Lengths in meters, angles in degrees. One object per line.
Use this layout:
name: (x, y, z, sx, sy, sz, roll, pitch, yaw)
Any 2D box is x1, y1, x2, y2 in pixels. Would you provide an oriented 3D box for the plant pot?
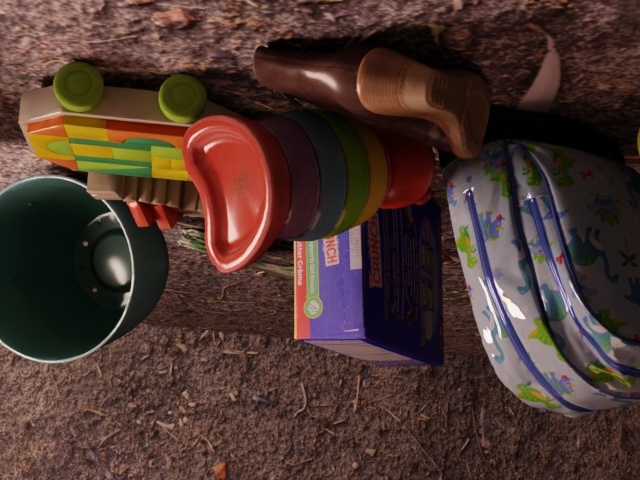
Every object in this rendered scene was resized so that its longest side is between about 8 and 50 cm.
plant pot: (-0.386, 0.039, 1.678, 0.293, 0.292, 0.235, 0, -177, 16)

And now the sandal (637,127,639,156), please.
sandal: (0.517, -0.092, 1.173, 0.318, 0.126, 0.138, 11, 172, 8)

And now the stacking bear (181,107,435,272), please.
stacking bear: (0.012, -0.079, 1.204, 0.289, 0.175, 0.164, -10, 172, -38)

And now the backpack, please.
backpack: (0.301, 0.034, 1.236, 0.290, 0.355, 0.273, 14, 163, -37)

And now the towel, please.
towel: (-0.084, 0.047, 1.972, 0.325, 0.038, 0.248, 14, 175, 35)

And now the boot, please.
boot: (0.065, -0.162, 1.124, 0.207, 0.090, 0.248, 14, 178, 27)

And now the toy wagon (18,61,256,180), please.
toy wagon: (-0.195, -0.135, 1.285, 0.345, 0.068, 0.267, 6, 168, -7)

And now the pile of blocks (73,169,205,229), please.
pile of blocks: (-0.213, -0.062, 1.517, 0.362, 0.112, 0.149, 11, 166, -26)

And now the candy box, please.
candy box: (0.079, 0.042, 1.540, 0.122, 0.268, 0.317, -6, 164, 25)
